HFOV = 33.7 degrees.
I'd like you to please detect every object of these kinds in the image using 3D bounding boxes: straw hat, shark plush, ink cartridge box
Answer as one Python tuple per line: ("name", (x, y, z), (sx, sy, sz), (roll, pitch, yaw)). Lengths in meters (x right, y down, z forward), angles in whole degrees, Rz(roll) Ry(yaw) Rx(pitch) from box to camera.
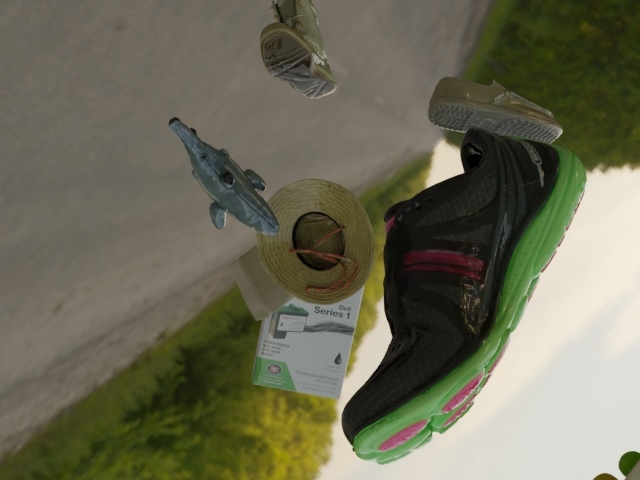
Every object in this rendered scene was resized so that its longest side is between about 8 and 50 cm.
("straw hat", (0.000, 0.000, 1.211), (0.144, 0.144, 0.061), (-51, 174, 12))
("shark plush", (-0.098, -0.073, 1.112), (0.073, 0.161, 0.067), (-32, -150, -11))
("ink cartridge box", (-0.022, 0.144, 1.819), (0.092, 0.160, 0.219), (-92, -167, -76))

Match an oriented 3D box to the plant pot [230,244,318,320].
("plant pot", (-0.075, 0.048, 1.603), (0.109, 0.096, 0.109), (-38, -176, -17))

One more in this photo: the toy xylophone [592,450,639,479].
("toy xylophone", (0.451, 0.396, 1.408), (0.322, 0.236, 0.081), (-40, 167, -11))

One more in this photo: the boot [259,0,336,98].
("boot", (-0.049, -0.340, 1.713), (0.077, 0.165, 0.213), (-19, 158, 19))

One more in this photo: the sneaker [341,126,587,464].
("sneaker", (0.142, 0.056, 1.250), (0.483, 0.202, 0.185), (-55, 167, -32))

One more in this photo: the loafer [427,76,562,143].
("loafer", (0.318, -0.237, 1.903), (0.102, 0.268, 0.092), (-42, -139, 54))
